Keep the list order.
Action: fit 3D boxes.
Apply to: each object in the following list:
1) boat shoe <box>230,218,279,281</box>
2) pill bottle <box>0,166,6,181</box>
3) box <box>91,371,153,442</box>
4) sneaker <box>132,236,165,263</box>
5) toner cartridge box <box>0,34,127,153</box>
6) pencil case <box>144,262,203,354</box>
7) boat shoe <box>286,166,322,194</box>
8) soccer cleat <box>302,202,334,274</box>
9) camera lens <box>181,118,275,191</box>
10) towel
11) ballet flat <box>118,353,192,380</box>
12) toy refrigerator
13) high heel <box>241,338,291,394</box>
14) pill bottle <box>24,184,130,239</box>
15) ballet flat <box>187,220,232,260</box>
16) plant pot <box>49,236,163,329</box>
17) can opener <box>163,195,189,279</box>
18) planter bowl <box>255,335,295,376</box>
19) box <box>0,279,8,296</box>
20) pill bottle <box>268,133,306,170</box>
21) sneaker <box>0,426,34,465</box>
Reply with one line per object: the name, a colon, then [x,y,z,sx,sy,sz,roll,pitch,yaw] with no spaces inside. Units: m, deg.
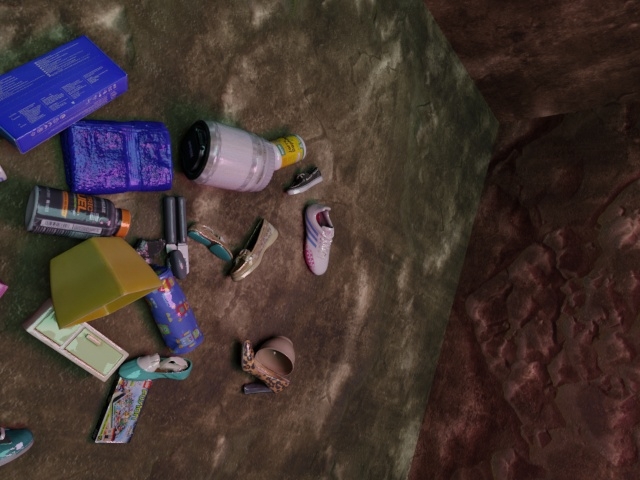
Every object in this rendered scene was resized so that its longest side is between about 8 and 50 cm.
boat shoe: [-0.272,0.037,1.579,0.089,0.105,0.285,53,49,-27]
pill bottle: [-0.874,-0.157,1.003,0.137,0.078,0.078,-39,118,-35]
box: [-0.634,0.538,1.305,0.114,0.036,0.206,27,74,-41]
sneaker: [-0.589,0.029,1.307,0.170,0.051,0.088,9,86,-48]
toner cartridge box: [-0.718,-0.401,1.093,0.165,0.075,0.347,43,60,-4]
pencil case: [-0.506,0.232,1.349,0.119,0.133,0.305,-55,132,-57]
boat shoe: [-0.076,-0.259,1.758,0.219,0.078,0.070,-38,118,-44]
soccer cleat: [0.000,0.000,1.795,0.116,0.143,0.330,-16,104,-42]
camera lens: [-0.326,-0.288,1.415,0.275,0.220,0.219,6,89,-44]
towel: [-0.611,-0.259,1.247,0.309,0.076,0.227,-12,100,-42]
ballet flat: [-0.538,0.415,1.350,0.247,0.083,0.087,22,110,-46]
toy refrigerator: [-0.706,0.292,1.181,0.102,0.094,0.269,-53,125,-27]
high heel: [-0.216,0.491,1.604,0.187,0.093,0.260,-4,111,-6]
pill bottle: [-0.682,-0.068,1.156,0.246,0.131,0.130,11,85,-44]
ballet flat: [-0.392,-0.001,1.480,0.206,0.073,0.067,46,40,-40]
plant pot: [-0.620,0.103,1.146,0.212,0.212,0.187,-28,88,5]
can opener: [-0.479,-0.010,1.375,0.076,0.095,0.282,-5,97,-44]
planter bowl: [-0.174,0.464,1.670,0.161,0.162,0.109,65,25,-25]
box: [-0.858,0.158,0.925,0.117,0.243,0.213,42,64,-37]
pill bottle: [-0.169,-0.349,1.630,0.209,0.118,0.117,-30,113,-38]
sneaker: [-0.895,0.510,1.007,0.303,0.108,0.120,1,96,-42]
